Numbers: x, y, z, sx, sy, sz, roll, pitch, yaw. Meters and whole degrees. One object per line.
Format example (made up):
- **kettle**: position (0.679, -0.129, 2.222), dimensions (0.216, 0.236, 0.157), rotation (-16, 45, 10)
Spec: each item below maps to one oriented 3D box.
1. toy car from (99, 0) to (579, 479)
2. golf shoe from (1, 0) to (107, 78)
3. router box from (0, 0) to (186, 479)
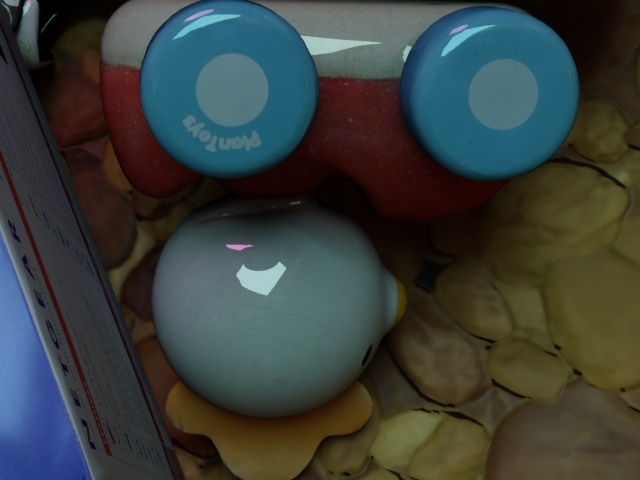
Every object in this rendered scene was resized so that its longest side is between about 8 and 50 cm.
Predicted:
- **toy car**: position (0.000, 0.000, 0.745), dimensions (0.210, 0.219, 0.238), rotation (0, 103, -9)
- **golf shoe**: position (-0.202, -0.116, 0.859), dimensions (0.198, 0.077, 0.094), rotation (-41, 67, -10)
- **router box**: position (-0.162, -0.029, 0.652), dimensions (0.082, 0.301, 0.335), rotation (-22, 78, -3)
